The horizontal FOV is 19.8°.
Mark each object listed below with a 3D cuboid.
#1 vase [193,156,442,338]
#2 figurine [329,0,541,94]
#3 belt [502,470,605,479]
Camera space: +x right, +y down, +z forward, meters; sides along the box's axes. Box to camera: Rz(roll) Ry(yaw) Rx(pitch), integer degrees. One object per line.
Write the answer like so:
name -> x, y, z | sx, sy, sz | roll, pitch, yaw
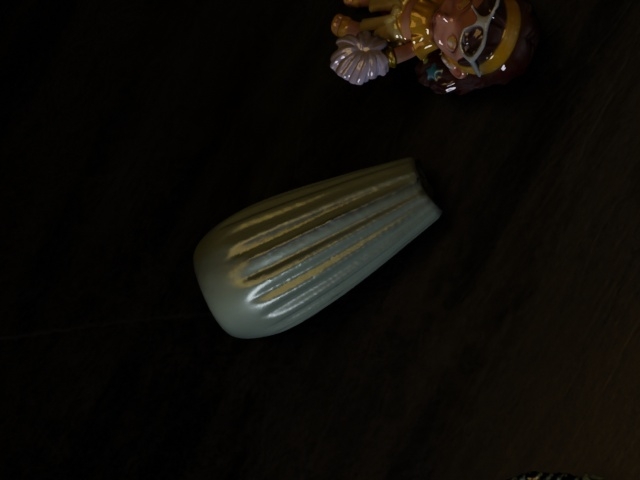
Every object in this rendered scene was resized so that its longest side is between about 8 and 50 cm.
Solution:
vase -> 0.000, 0.000, 1.820 | 0.248, 0.128, 0.128 | -27, 68, 8
figurine -> 0.106, -0.217, 1.819 | 0.240, 0.116, 0.175 | 17, 84, 34
belt -> 0.232, 0.316, 1.620 | 0.257, 0.150, 0.207 | 14, 75, 27
